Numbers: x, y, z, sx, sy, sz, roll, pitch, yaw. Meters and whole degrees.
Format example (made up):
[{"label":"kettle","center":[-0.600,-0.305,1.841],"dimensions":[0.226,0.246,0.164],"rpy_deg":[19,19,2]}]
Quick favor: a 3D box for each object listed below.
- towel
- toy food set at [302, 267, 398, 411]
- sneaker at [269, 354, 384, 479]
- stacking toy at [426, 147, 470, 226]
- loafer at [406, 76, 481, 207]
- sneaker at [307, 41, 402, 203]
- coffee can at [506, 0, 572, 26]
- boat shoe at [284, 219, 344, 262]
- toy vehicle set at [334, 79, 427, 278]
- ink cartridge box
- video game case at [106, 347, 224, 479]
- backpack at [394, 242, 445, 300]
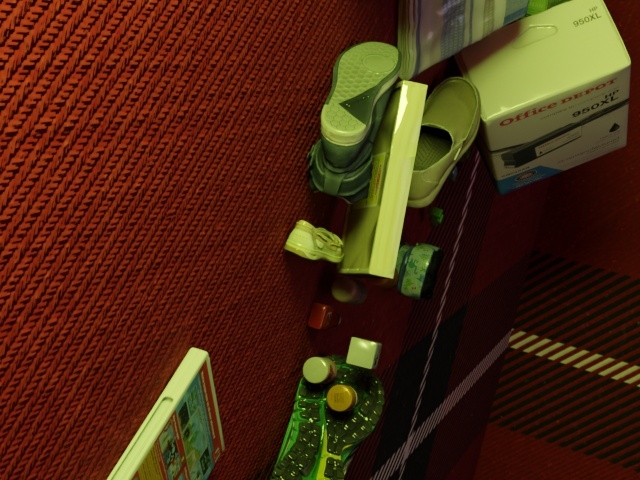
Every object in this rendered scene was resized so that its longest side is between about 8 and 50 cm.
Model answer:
[{"label":"towel","center":[0.231,-0.380,1.851],"dimensions":[0.285,0.034,0.209],"rpy_deg":[-30,142,-26]},{"label":"toy food set","center":[0.046,0.141,1.813],"dimensions":[0.104,0.111,0.232],"rpy_deg":[22,80,-72]},{"label":"sneaker","center":[-0.011,0.319,1.829],"dimensions":[0.344,0.134,0.146],"rpy_deg":[-60,178,-38]},{"label":"stacking toy","center":[0.228,-0.147,2.228],"dimensions":[0.221,0.052,0.167],"rpy_deg":[73,39,-63]},{"label":"loafer","center":[0.204,-0.179,2.031],"dimensions":[0.092,0.101,0.269],"rpy_deg":[85,27,-62]},{"label":"sneaker","center":[0.046,-0.153,1.605],"dimensions":[0.163,0.086,0.226],"rpy_deg":[94,16,-45]},{"label":"coffee can","center":[0.437,-0.536,2.254],"dimensions":[0.275,0.201,0.202],"rpy_deg":[86,27,-48]},{"label":"boat shoe","center":[-0.002,-0.001,1.644],"dimensions":[0.153,0.056,0.048],"rpy_deg":[7,103,-65]},{"label":"toy vehicle set","center":[0.082,-0.080,1.669],"dimensions":[0.166,0.035,0.267],"rpy_deg":[179,-78,-74]},{"label":"ink cartridge box","center":[0.429,-0.268,2.287],"dimensions":[0.395,0.285,0.166],"rpy_deg":[54,15,-68]},{"label":"video game case","center":[-0.192,0.290,1.368],"dimensions":[0.204,0.025,0.285],"rpy_deg":[87,26,-46]},{"label":"backpack","center":[0.170,0.055,2.160],"dimensions":[0.114,0.084,0.105],"rpy_deg":[-7,111,-76]}]
